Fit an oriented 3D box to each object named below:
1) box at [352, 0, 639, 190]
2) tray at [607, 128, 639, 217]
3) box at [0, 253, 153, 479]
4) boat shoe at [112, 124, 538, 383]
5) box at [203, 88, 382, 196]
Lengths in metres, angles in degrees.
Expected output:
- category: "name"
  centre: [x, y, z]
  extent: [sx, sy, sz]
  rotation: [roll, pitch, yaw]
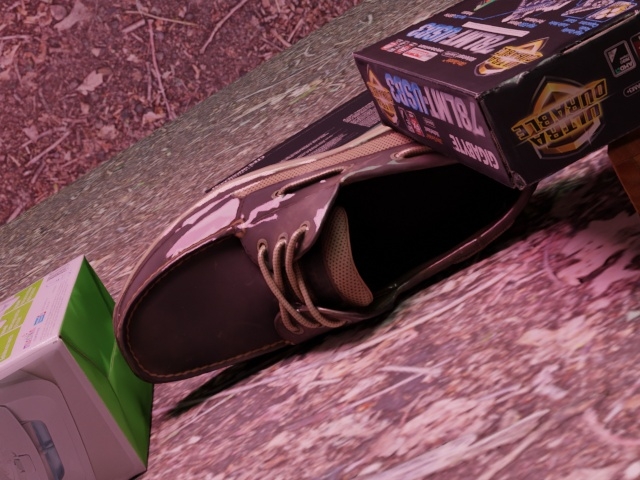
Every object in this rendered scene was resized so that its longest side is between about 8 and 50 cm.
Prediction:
- category: "box"
  centre: [0.194, -0.147, 0.986]
  extent: [0.293, 0.073, 0.295]
  rotation: [-29, 15, -7]
- category: "tray"
  centre: [0.314, -0.142, 1.071]
  extent: [0.203, 0.076, 0.411]
  rotation: [-26, 13, 20]
- category: "box"
  centre: [-0.262, 0.140, 1.172]
  extent: [0.231, 0.126, 0.262]
  rotation: [-31, 13, 1]
- category: "boat shoe"
  centre: [0.000, 0.000, 1.109]
  extent: [0.355, 0.132, 0.130]
  rotation: [-31, 13, 4]
- category: "box"
  centre: [0.044, -0.062, 1.306]
  extent: [0.261, 0.103, 0.184]
  rotation: [-33, 16, -6]
